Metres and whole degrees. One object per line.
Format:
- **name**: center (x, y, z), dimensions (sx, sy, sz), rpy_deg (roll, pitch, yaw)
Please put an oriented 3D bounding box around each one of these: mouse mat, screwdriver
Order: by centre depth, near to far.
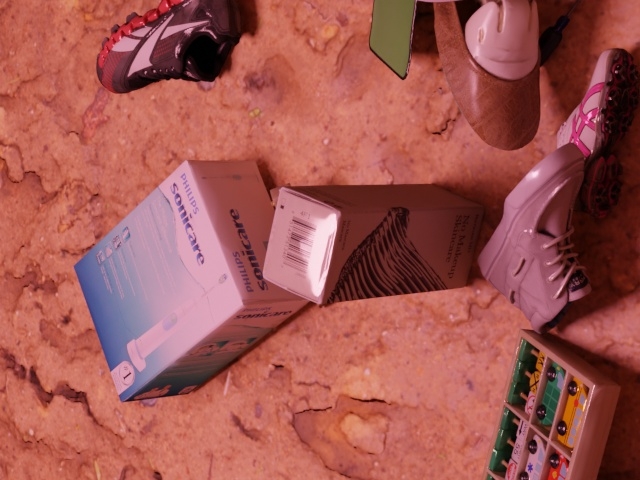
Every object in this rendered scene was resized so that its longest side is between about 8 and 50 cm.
- **screwdriver**: center (0.284, -0.260, 1.681), dimensions (0.024, 0.025, 0.170), rpy_deg (51, 119, 27)
- **mouse mat**: center (0.090, -0.298, 1.788), dimensions (0.152, 0.007, 0.190), rpy_deg (-123, 36, -62)

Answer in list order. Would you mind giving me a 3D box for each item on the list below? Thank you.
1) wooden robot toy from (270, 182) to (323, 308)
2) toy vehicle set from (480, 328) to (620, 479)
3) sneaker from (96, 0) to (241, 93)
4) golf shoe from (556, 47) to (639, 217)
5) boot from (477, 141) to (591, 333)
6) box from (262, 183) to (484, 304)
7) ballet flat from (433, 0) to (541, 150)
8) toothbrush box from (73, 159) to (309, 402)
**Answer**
- **wooden robot toy**: center (0.000, 0.000, 1.922), dimensions (0.079, 0.076, 0.173), rpy_deg (-22, 104, 2)
- **toy vehicle set**: center (0.246, 0.252, 1.689), dimensions (0.166, 0.035, 0.267), rpy_deg (-141, 61, -62)
- **sneaker**: center (-0.205, -0.257, 2.052), dimensions (0.276, 0.097, 0.135), rpy_deg (-32, 70, 36)
- **golf shoe**: center (0.292, -0.122, 1.650), dimensions (0.086, 0.067, 0.186), rpy_deg (21, 107, 40)
- **boot**: center (0.257, 0.005, 1.633), dimensions (0.123, 0.095, 0.258), rpy_deg (51, 157, 18)
- **box**: center (0.065, 0.000, 1.717), dimensions (0.094, 0.275, 0.113), rpy_deg (23, 108, 38)
- **ballet flat**: center (0.187, -0.274, 1.674), dimensions (0.124, 0.116, 0.342), rpy_deg (129, 135, -63)
- **toothbrush box**: center (-0.178, 0.056, 2.017), dimensions (0.295, 0.126, 0.216), rpy_deg (-40, 64, 40)
